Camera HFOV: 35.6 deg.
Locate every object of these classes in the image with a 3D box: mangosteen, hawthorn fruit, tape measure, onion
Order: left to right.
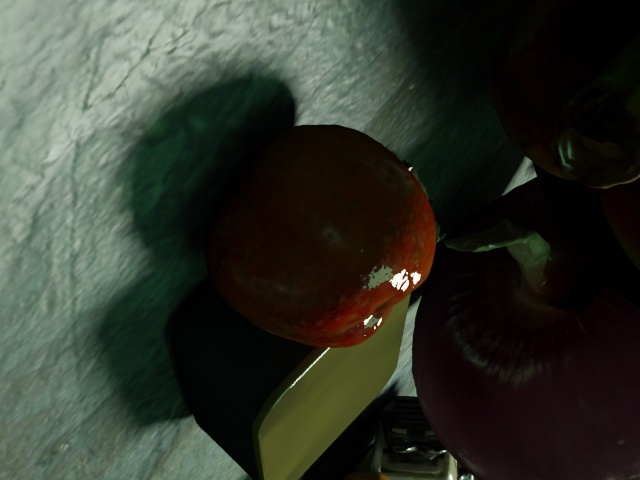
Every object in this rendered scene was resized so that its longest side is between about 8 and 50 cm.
[{"bbox_3d":[0.000,0.000,0.547,0.128,0.128,0.128,-44,160,-21],"label":"hawthorn fruit"},{"bbox_3d":[0.132,0.305,1.294,0.231,0.133,0.271,-72,161,-62],"label":"tape measure"},{"bbox_3d":[0.263,0.073,0.949,0.358,0.358,0.345,-40,147,-31],"label":"onion"},{"bbox_3d":[0.285,-0.112,0.670,0.435,0.382,0.382,5,127,-33],"label":"mangosteen"}]

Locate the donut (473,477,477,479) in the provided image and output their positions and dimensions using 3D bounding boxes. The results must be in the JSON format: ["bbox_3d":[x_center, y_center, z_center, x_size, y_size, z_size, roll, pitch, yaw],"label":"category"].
[{"bbox_3d":[0.331,0.383,1.705,0.170,0.360,0.360,-50,161,-3],"label":"donut"}]

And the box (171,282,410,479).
[{"bbox_3d":[-0.020,0.078,0.680,0.144,0.090,0.201,-45,160,-20],"label":"box"}]

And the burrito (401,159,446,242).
[{"bbox_3d":[0.069,-0.017,0.795,0.051,0.042,0.171,-52,165,-5],"label":"burrito"}]

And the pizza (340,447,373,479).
[{"bbox_3d":[0.032,0.372,1.427,0.262,0.034,0.181,-24,147,-60],"label":"pizza"}]

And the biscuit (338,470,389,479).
[{"bbox_3d":[0.020,0.403,1.126,0.318,0.110,0.312,-44,126,14],"label":"biscuit"}]
